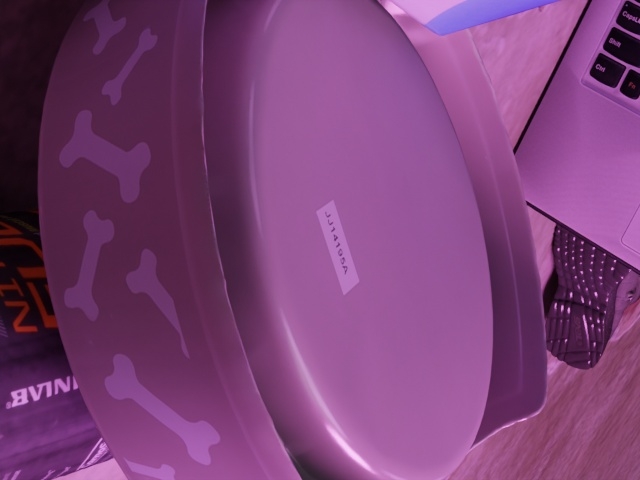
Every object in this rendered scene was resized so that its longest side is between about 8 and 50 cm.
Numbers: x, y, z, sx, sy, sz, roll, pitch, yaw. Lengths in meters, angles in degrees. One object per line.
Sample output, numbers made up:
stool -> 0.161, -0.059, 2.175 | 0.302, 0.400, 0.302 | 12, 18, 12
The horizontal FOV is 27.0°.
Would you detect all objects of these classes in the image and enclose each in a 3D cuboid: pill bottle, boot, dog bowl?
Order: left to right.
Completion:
pill bottle -> -0.168, 0.057, 0.600 | 0.246, 0.130, 0.130 | -12, 130, -52
dog bowl -> 0.000, 0.000, 0.645 | 0.349, 0.102, 0.348 | 36, 47, -51
boot -> 0.291, -0.004, 1.312 | 0.161, 0.083, 0.246 | -44, 152, -44

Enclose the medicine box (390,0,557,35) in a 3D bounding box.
medicine box -> 0.099, -0.223, 0.533 | 0.289, 0.263, 0.149 | 21, 60, -58

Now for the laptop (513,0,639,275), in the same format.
laptop -> 0.305, -0.121, 0.866 | 0.236, 0.382, 0.408 | -3, 122, -55
